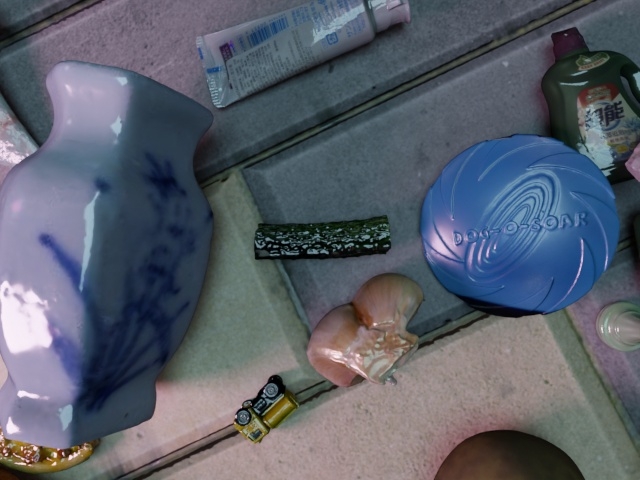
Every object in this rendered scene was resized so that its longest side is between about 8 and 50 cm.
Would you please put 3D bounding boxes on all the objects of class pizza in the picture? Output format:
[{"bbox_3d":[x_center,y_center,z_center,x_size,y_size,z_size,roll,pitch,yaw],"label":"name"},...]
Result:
[{"bbox_3d":[-0.396,0.254,0.645,0.175,0.046,0.134,-6,86,3],"label":"pizza"}]

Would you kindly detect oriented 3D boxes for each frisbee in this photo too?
[{"bbox_3d":[0.249,-0.016,0.601,0.242,0.045,0.241,2,95,19],"label":"frisbee"}]

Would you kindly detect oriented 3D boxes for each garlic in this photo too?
[{"bbox_3d":[0.067,0.121,0.614,0.124,0.099,0.174,41,84,24],"label":"garlic"}]

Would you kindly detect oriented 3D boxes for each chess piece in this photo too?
[{"bbox_3d":[0.401,0.112,0.585,0.067,0.103,0.067,0,86,3],"label":"chess piece"}]

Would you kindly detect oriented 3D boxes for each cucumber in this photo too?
[{"bbox_3d":[0.000,0.001,0.638,0.187,0.058,0.058,-3,86,3],"label":"cucumber"}]

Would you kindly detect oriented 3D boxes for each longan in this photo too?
[{"bbox_3d":[0.231,0.324,0.553,0.185,0.159,0.204,-37,98,0],"label":"longan"}]

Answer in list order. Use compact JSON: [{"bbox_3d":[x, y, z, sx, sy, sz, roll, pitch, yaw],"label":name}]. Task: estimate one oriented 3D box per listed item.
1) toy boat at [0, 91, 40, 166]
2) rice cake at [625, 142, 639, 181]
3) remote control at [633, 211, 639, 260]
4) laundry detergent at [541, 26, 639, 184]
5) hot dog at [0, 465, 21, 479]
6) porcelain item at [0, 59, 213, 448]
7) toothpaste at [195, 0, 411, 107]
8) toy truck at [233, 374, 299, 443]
[{"bbox_3d":[-0.513,-0.213,0.679,0.206,0.096,0.282,-31,97,7],"label":"toy boat"},{"bbox_3d":[0.490,-0.183,0.583,0.072,0.056,0.365,46,71,-4],"label":"rice cake"},{"bbox_3d":[0.586,-0.003,0.603,0.336,0.065,0.127,-7,83,3],"label":"remote control"},{"bbox_3d":[0.371,-0.185,0.624,0.145,0.078,0.221,-14,83,0],"label":"laundry detergent"},{"bbox_3d":[-0.474,0.430,0.578,0.388,0.174,0.266,16,91,3],"label":"hot dog"},{"bbox_3d":[-0.259,0.016,0.565,0.179,0.243,0.404,12,91,26],"label":"porcelain item"},{"bbox_3d":[-0.026,-0.285,0.660,0.300,0.073,0.113,-17,86,9],"label":"toothpaste"},{"bbox_3d":[-0.075,0.229,0.629,0.083,0.049,0.054,-43,86,-2],"label":"toy truck"}]
